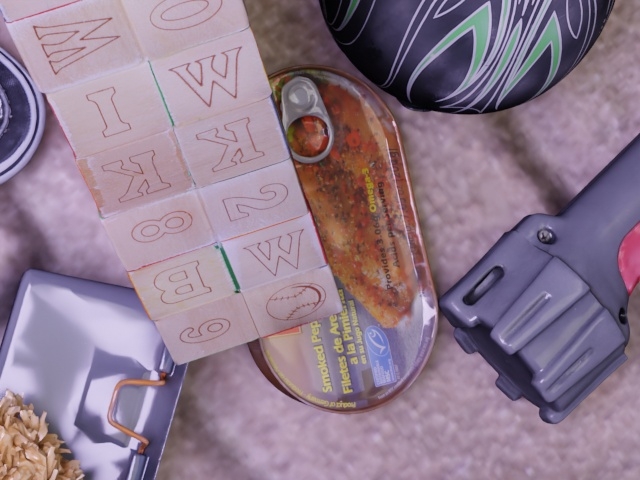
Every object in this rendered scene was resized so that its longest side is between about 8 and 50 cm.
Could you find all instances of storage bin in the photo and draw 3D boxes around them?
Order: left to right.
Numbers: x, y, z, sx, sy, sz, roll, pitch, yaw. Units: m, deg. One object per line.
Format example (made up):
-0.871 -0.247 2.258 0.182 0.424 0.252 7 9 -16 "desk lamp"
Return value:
-0.121 0.077 0.902 0.091 0.098 0.135 16 83 -9 "storage bin"

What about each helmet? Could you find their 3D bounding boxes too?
0.080 -0.151 0.939 0.169 0.161 0.169 0 89 -21 "helmet"

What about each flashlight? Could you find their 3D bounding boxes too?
0.212 -0.023 1.026 0.304 0.103 0.103 -45 141 -13 "flashlight"

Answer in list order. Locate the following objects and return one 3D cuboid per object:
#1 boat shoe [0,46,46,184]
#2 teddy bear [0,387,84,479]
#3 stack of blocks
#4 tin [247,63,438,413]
-0.269 -0.090 0.837 0.301 0.102 0.108 19 82 -19 "boat shoe"
-0.183 0.163 0.820 0.245 0.113 0.338 -42 105 17 "teddy bear"
-0.077 -0.099 0.785 0.087 0.297 0.171 -18 55 0 "stack of blocks"
0.000 0.000 0.975 0.106 0.040 0.189 -13 94 -25 "tin"
